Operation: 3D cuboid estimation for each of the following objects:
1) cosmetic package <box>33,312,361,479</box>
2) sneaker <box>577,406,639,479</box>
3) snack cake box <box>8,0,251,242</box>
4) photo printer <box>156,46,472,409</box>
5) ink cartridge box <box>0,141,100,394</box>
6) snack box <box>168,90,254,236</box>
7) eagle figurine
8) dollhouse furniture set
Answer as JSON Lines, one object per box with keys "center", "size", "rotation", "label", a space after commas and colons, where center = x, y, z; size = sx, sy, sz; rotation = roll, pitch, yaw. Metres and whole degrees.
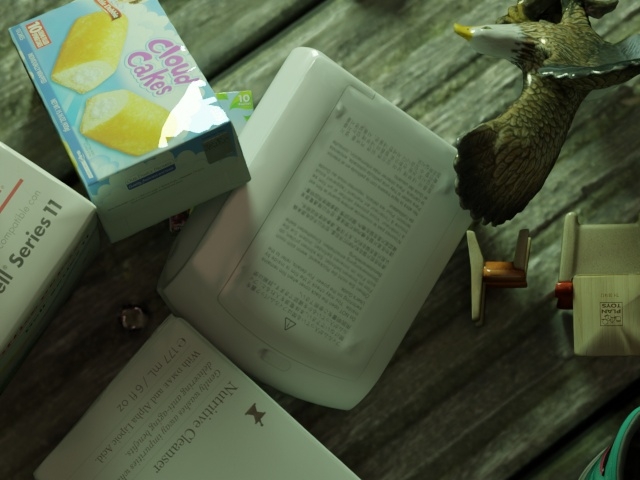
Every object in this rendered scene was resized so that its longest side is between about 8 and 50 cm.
{"center": [-0.072, 0.281, 1.809], "size": [0.385, 0.156, 0.217], "rotation": [40, 79, 2], "label": "cosmetic package"}
{"center": [0.376, 0.177, 1.854], "size": [0.124, 0.178, 0.295], "rotation": [40, 80, 0], "label": "sneaker"}
{"center": [-0.190, -0.135, 1.818], "size": [0.152, 0.089, 0.264], "rotation": [-26, 47, -7], "label": "snack cake box"}
{"center": [0.000, 0.000, 1.857], "size": [0.256, 0.107, 0.307], "rotation": [33, 80, -16], "label": "photo printer"}
{"center": [-0.308, 0.035, 1.718], "size": [0.119, 0.353, 0.207], "rotation": [33, 81, 0], "label": "ink cartridge box"}
{"center": [-0.114, -0.080, 1.912], "size": [0.100, 0.037, 0.141], "rotation": [-5, 84, -7], "label": "snack box"}
{"center": [0.235, -0.165, 1.843], "size": [0.225, 0.226, 0.298], "rotation": [-9, 42, 7], "label": "eagle figurine"}
{"center": [0.276, 0.053, 1.816], "size": [0.262, 0.259, 0.135], "rotation": [-1, 83, 7], "label": "dollhouse furniture set"}
